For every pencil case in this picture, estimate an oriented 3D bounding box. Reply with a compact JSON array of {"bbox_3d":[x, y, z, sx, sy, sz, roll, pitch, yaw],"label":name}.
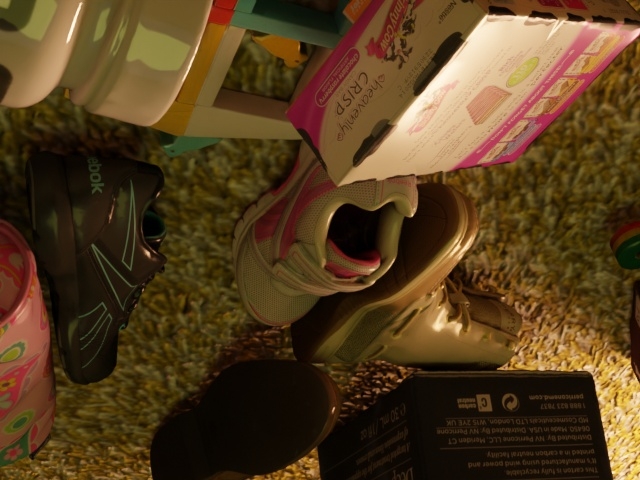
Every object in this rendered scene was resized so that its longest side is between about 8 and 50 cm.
[{"bbox_3d":[-0.286,0.098,0.887,0.124,0.124,0.284,-3,147,-14],"label":"pencil case"}]

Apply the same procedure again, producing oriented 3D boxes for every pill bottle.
[{"bbox_3d":[-0.209,-0.166,0.580,0.283,0.161,0.161,16,132,-24],"label":"pill bottle"}]

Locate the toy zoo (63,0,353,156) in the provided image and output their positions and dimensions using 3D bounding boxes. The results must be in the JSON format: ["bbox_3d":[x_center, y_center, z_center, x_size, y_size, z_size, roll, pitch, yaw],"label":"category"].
[{"bbox_3d":[-0.063,-0.166,0.746,0.192,0.030,0.293,8,135,-25],"label":"toy zoo"}]

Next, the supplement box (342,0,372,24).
[{"bbox_3d":[0.070,-0.170,0.746,0.098,0.036,0.062,-11,146,-49],"label":"supplement box"}]

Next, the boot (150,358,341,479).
[{"bbox_3d":[-0.058,0.191,1.100,0.115,0.112,0.305,2,157,-37],"label":"boot"}]

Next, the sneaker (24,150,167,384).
[{"bbox_3d":[-0.178,0.032,0.892,0.106,0.101,0.267,-10,143,-14],"label":"sneaker"}]

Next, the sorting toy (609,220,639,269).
[{"bbox_3d":[0.421,-0.037,1.034,0.274,0.046,0.132,-2,139,-14],"label":"sorting toy"}]

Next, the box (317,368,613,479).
[{"bbox_3d":[0.154,0.362,1.095,0.211,0.396,0.293,2,156,-19],"label":"box"}]

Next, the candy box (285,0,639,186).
[{"bbox_3d":[0.108,-0.122,0.749,0.233,0.071,0.159,-11,150,-50],"label":"candy box"}]

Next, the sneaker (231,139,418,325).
[{"bbox_3d":[0.000,0.000,0.897,0.102,0.111,0.252,7,136,-24],"label":"sneaker"}]

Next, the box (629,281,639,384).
[{"bbox_3d":[0.459,0.128,1.144,0.203,0.167,0.168,-17,140,3],"label":"box"}]

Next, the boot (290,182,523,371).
[{"bbox_3d":[0.115,0.050,0.998,0.203,0.095,0.262,13,140,-27],"label":"boot"}]
